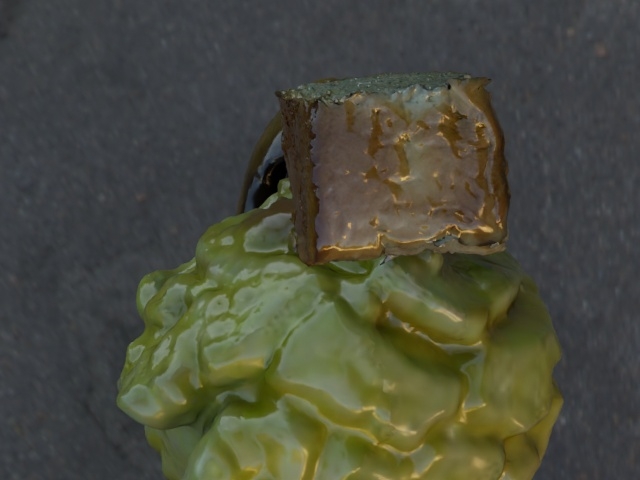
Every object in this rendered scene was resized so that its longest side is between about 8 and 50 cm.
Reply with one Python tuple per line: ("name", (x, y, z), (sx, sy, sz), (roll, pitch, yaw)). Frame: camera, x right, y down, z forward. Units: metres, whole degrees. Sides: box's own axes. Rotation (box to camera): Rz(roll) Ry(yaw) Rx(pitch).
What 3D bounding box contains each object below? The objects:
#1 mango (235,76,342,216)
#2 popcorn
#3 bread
("mango", (0.000, 0.000, 1.380), (0.151, 0.249, 0.156), (-6, 23, -20))
("popcorn", (0.004, 0.085, 1.098), (0.293, 0.293, 0.237), (20, 109, 20))
("bread", (0.027, -0.028, 0.699), (0.083, 0.076, 0.070), (-4, 97, -9))
